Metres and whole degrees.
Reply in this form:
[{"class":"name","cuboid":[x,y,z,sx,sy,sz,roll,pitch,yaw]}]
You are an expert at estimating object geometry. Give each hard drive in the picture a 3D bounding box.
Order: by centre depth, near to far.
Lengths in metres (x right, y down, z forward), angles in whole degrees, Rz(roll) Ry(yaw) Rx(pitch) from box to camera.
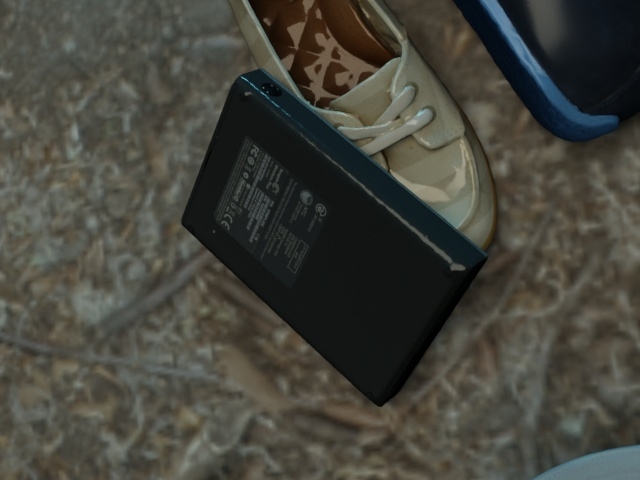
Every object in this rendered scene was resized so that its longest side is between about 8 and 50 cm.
[{"class":"hard drive","cuboid":[0.000,0.000,0.455,0.135,0.022,0.094,42,130,18]}]

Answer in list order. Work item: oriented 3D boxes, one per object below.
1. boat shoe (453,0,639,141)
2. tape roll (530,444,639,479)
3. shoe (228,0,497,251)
[{"class":"boat shoe","cuboid":[0.074,-0.168,0.444,0.089,0.109,0.258,-32,91,5]},{"class":"tape roll","cuboid":[0.140,0.179,0.342,0.219,0.072,0.219,-8,79,42]},{"class":"shoe","cuboid":[0.005,-0.079,0.466,0.076,0.058,0.219,-35,74,12]}]
